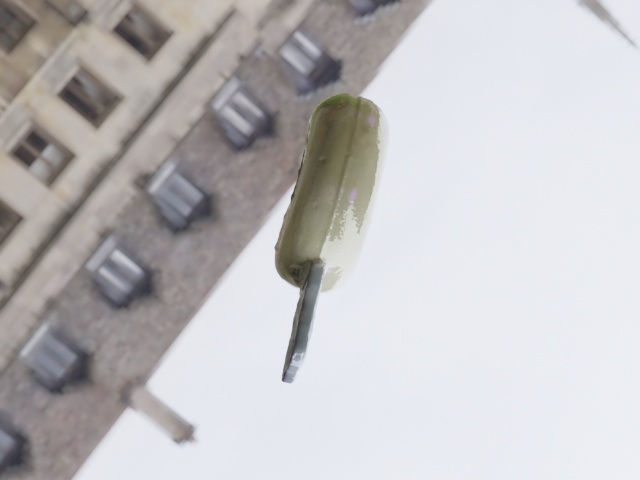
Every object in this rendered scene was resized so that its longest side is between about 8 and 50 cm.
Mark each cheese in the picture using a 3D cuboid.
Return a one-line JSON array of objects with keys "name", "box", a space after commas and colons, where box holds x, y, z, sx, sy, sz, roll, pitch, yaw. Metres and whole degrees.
[{"name": "cheese", "box": [0.004, -0.010, 1.207, 0.249, 0.071, 0.163, -80, -172, -56]}]
